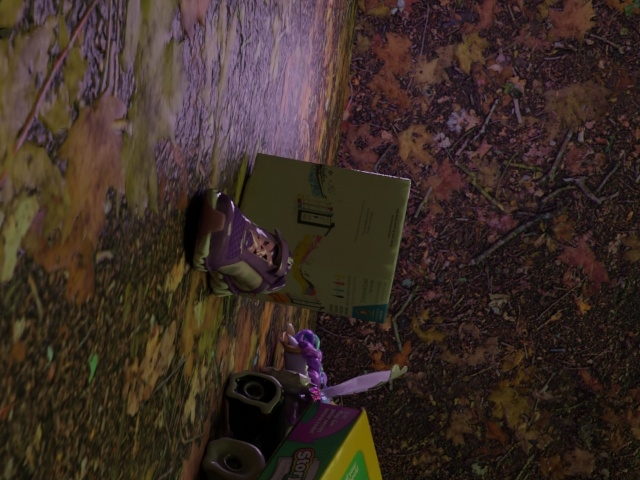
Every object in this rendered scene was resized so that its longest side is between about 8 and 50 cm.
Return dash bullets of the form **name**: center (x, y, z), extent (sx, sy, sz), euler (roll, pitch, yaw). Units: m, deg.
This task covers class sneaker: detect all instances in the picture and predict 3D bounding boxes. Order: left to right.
- **sneaker**: center (-0.086, 0.010, 0.934), extent (0.236, 0.104, 0.095), euler (81, 19, -72)

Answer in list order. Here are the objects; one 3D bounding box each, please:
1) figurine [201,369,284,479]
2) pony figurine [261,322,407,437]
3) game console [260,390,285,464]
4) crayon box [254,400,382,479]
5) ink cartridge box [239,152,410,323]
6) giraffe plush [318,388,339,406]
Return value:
- **figurine**: center (-0.125, 0.351, 1.230), extent (0.215, 0.092, 0.209), euler (-75, 176, -50)
- **pony figurine**: center (-0.018, 0.360, 1.691), extent (0.351, 0.303, 0.363), euler (-11, -107, 61)
- **game console**: center (-0.103, 0.495, 1.409), extent (0.342, 0.060, 0.386), euler (100, -9, -57)
- **crayon box**: center (-0.022, 0.471, 1.135), extent (0.363, 0.106, 0.313), euler (-48, 131, -48)
- **ink cartridge box**: center (0.000, 0.000, 1.175), extent (0.171, 0.233, 0.168), euler (90, 11, -63)
- **giraffe plush**: center (-0.050, 0.452, 2.003), extent (0.170, 0.210, 0.181), euler (-52, 176, -6)
